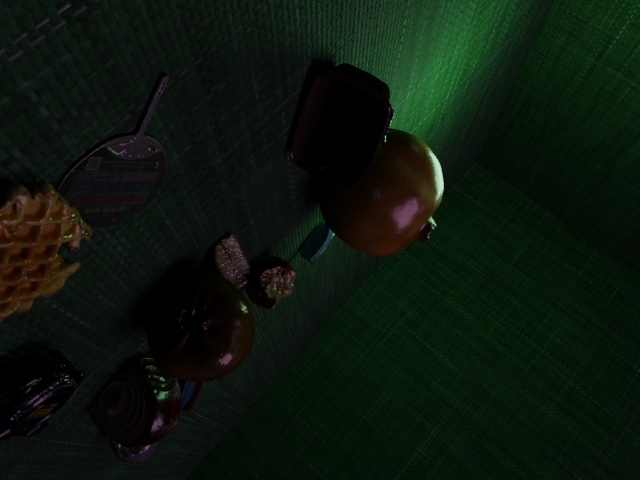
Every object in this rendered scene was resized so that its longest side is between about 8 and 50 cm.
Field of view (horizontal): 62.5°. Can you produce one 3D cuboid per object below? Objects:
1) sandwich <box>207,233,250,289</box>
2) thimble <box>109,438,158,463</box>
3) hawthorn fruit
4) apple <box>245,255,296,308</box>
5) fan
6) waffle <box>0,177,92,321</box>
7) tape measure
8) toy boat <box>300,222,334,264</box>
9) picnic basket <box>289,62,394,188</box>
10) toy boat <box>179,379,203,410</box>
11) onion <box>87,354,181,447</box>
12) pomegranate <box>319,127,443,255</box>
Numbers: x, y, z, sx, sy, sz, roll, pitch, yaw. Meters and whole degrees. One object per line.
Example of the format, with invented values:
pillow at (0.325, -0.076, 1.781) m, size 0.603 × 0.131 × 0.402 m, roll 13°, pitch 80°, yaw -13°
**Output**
sandwich at (-0.256, 0.091, 1.453) m, size 0.090 × 0.088 × 0.244 m, roll -36°, pitch 159°, yaw -32°
thimble at (-0.575, 0.606, 1.632) m, size 0.150 × 0.150 × 0.097 m, roll -40°, pitch 160°, yaw -34°
hawthorn fruit at (-0.299, 0.229, 1.341) m, size 0.268 × 0.268 × 0.301 m, roll -46°, pitch 164°, yaw -16°
apple at (-0.162, 0.133, 1.716) m, size 0.158 × 0.147 × 0.156 m, roll -51°, pitch 135°, yaw -35°
fan at (-0.346, -0.120, 0.877) m, size 0.223 × 0.012 × 0.294 m, roll -36°, pitch 158°, yaw -37°
waffle at (-0.468, 0.032, 0.791) m, size 0.250 × 0.056 × 0.261 m, roll -42°, pitch 163°, yaw -20°
tape measure at (-0.567, 0.296, 1.030) m, size 0.186 × 0.112 × 0.199 m, roll -42°, pitch 169°, yaw -5°
toy boat at (0.000, 0.000, 1.971) m, size 0.185 × 0.075 × 0.077 m, roll -55°, pitch 161°, yaw 1°
picnic basket at (0.062, -0.290, 1.289) m, size 0.129 × 0.223 × 0.296 m, roll -59°, pitch 175°, yaw -45°
toy boat at (-0.434, 0.453, 1.740) m, size 0.079 × 0.136 × 0.392 m, roll -2°, pitch 143°, yaw -27°
onion at (-0.480, 0.456, 1.465) m, size 0.216 × 0.207 × 0.206 m, roll -47°, pitch 162°, yaw 8°
pomegranate at (0.204, -0.140, 1.665) m, size 0.416 × 0.417 × 0.416 m, roll -46°, pitch 163°, yaw -18°
